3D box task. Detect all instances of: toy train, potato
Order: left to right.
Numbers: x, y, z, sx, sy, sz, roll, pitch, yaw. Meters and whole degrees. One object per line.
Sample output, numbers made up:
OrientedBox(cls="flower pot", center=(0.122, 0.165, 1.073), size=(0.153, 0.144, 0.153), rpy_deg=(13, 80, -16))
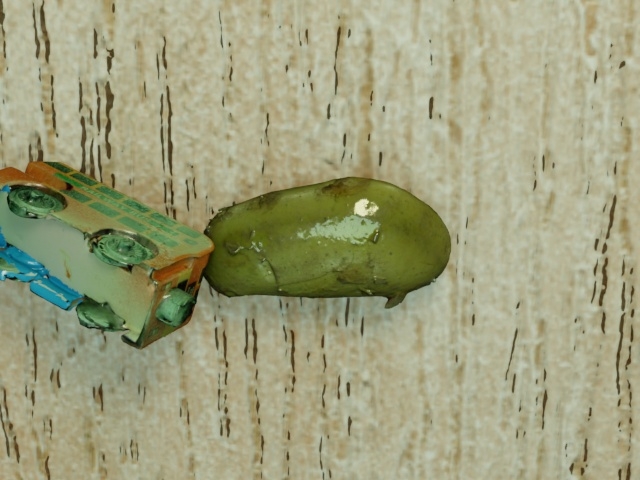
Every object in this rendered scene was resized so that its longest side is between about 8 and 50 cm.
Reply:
OrientedBox(cls="toy train", center=(-0.163, 0.010, 1.055), size=(0.188, 0.099, 0.072), rpy_deg=(26, 111, 19))
OrientedBox(cls="potato", center=(0.000, 0.000, 1.078), size=(0.188, 0.085, 0.105), rpy_deg=(-8, 132, 9))
